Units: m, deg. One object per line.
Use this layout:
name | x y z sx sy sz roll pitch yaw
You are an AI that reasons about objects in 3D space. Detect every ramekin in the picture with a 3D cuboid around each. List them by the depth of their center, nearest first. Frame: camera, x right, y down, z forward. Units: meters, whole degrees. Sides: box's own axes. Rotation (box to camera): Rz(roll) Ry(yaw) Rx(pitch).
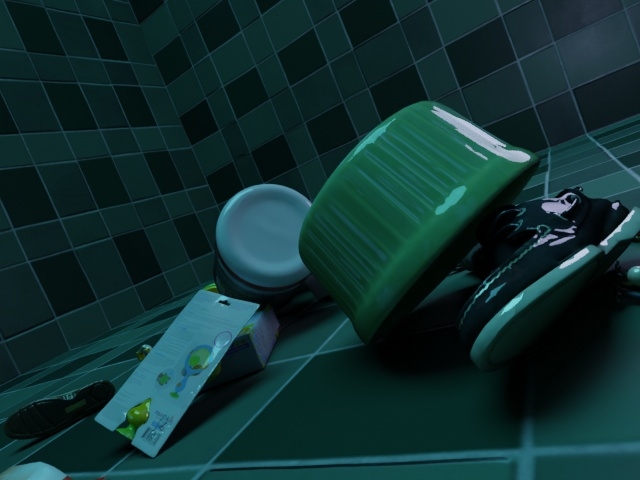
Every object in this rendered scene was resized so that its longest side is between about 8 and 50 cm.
ramekin | 0.114 -0.026 0.579 0.303 0.148 0.303 -40 -19 -17

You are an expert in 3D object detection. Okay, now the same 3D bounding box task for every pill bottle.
pill bottle | -0.130 0.047 0.994 0.210 0.210 0.363 -24 -14 -23

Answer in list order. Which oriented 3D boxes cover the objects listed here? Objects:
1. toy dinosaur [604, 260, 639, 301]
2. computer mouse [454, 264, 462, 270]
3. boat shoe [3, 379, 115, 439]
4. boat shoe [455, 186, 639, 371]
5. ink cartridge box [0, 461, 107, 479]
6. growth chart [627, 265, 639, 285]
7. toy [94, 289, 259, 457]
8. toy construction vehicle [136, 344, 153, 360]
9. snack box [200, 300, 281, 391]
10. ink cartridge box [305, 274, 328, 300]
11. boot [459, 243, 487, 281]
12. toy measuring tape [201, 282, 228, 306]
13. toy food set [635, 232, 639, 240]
toy dinosaur | 0.322 0.035 0.419 0.082 0.047 0.090 -2 1 19
computer mouse | 0.176 0.063 0.787 0.242 0.041 0.071 -23 4 -18
boat shoe | -0.500 0.331 0.878 0.190 0.068 0.072 -14 -12 -25
boat shoe | 0.214 0.010 0.448 0.340 0.113 0.127 -24 -38 -35
ink cartridge box | -0.358 0.308 0.504 0.179 0.045 0.145 -23 4 24
growth chart | 0.374 0.000 0.379 0.172 0.021 0.237 9 24 37
toy | -0.194 0.185 0.654 0.137 0.056 0.237 8 46 35
toy construction vehicle | -0.250 0.172 0.746 0.098 0.035 0.086 -18 9 46
snack box | -0.173 0.191 0.809 0.174 0.070 0.207 -22 6 4
ink cartridge box | 0.058 0.063 0.996 0.104 0.062 0.181 -26 -7 -40
boot | 0.298 0.004 0.659 0.189 0.076 0.208 -37 -3 3
toy measuring tape | -0.236 0.154 1.286 0.330 0.121 0.121 -22 4 1
toy food set | 0.445 -0.023 0.589 0.082 0.020 0.083 -20 5 33
